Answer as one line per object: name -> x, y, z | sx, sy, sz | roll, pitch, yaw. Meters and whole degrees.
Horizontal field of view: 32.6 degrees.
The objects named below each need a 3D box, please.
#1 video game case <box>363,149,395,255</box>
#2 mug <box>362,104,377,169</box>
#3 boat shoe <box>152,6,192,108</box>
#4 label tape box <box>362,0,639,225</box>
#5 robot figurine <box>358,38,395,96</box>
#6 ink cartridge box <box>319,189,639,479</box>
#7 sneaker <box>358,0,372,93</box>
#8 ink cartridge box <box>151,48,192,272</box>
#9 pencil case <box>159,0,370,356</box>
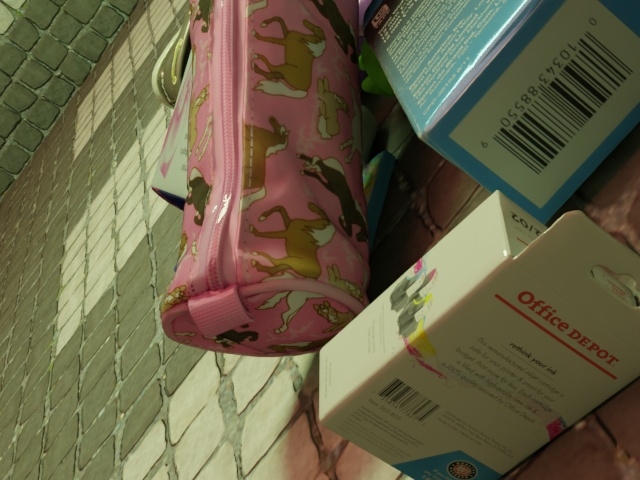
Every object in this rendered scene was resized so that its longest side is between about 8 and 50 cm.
video game case -> 0.000, 0.000, 0.978 | 0.166, 0.015, 0.119 | -34, 31, 46
mug -> 0.018, -0.093, 1.015 | 0.078, 0.062, 0.064 | -23, 31, 45
boat shoe -> -0.129, -0.330, 1.542 | 0.324, 0.116, 0.096 | -62, 26, -5
label tape box -> 0.157, -0.191, 0.778 | 0.249, 0.115, 0.348 | -50, 17, 16
robot figurine -> 0.082, -0.173, 0.973 | 0.115, 0.067, 0.101 | -34, 58, 44
ink cartridge box -> 0.095, 0.049, 0.570 | 0.181, 0.104, 0.062 | -44, 25, 28
sneaker -> 0.055, -0.238, 1.105 | 0.104, 0.095, 0.236 | -3, 55, 55
ink cartridge box -> -0.112, -0.111, 1.164 | 0.324, 0.071, 0.330 | -163, 90, -72
pencil case -> -0.041, -0.098, 0.862 | 0.160, 0.167, 0.386 | 141, 132, -57
